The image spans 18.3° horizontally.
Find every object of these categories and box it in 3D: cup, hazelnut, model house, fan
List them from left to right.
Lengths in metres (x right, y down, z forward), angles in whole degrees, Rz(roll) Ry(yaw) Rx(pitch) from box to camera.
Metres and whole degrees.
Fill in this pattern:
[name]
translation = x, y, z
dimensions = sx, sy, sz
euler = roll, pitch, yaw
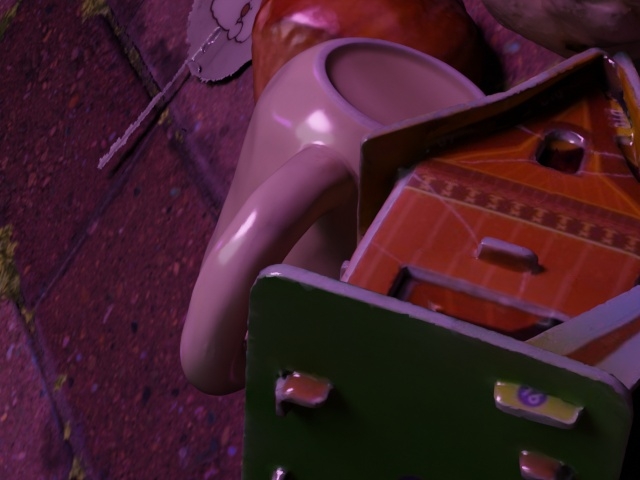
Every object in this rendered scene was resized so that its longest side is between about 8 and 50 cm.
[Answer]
[fan]
translation = -0.108, -0.182, 1.858
dimensions = 0.329, 0.009, 0.190
euler = -49, 34, 19
[cup]
translation = -0.009, -0.012, 1.295
dimensions = 0.173, 0.255, 0.202
euler = 49, 130, 36
[hazelnut]
translation = 0.028, -0.131, 1.454
dimensions = 0.182, 0.182, 0.182
euler = -37, 39, 38
[model house]
translation = 0.163, 0.077, 1.134
dimensions = 0.323, 0.340, 0.300
euler = -59, -20, -43

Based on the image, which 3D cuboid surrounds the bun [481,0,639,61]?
[bun]
translation = 0.198, -0.189, 1.201
dimensions = 0.231, 0.231, 0.133
euler = -42, 55, 32
